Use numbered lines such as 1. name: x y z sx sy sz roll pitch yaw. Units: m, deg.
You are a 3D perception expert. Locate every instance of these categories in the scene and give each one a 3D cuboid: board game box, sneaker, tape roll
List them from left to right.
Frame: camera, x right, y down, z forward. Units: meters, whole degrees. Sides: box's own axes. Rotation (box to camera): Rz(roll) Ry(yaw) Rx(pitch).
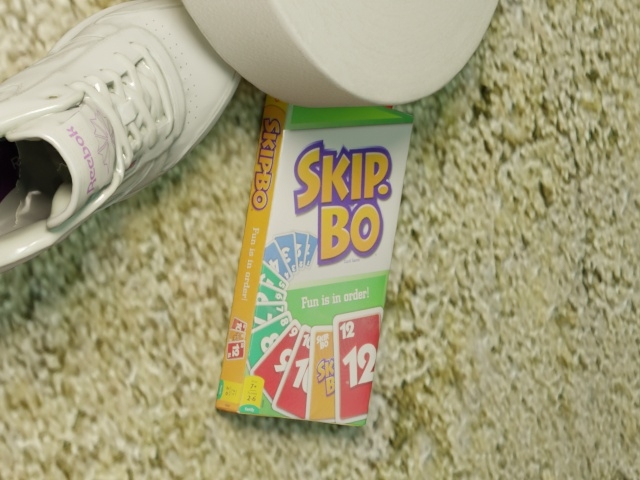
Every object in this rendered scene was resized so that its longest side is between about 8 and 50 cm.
1. sneaker: -0.137 -0.053 0.836 0.305 0.152 0.114 -39 114 -34
2. board game box: 0.000 0.000 1.036 0.124 0.039 0.259 12 82 -41
3. tape roll: 0.019 -0.280 0.938 0.392 0.072 0.392 -5 96 -57
